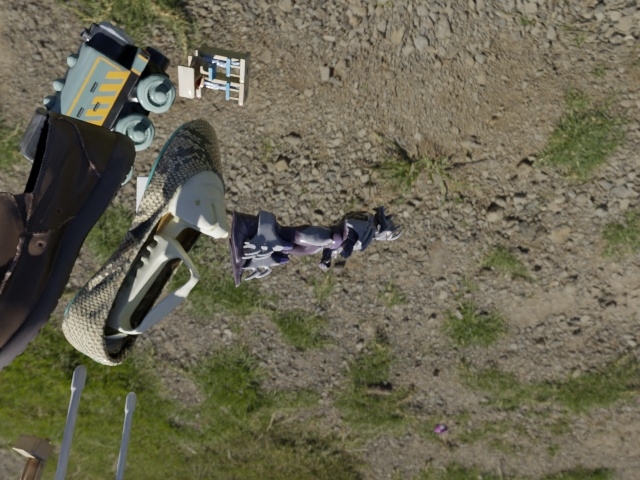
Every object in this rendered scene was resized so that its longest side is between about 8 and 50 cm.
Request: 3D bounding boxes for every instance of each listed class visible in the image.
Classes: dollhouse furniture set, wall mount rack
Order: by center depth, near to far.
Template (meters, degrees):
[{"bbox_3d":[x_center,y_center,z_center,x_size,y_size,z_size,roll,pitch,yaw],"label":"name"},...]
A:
[{"bbox_3d":[-0.406,0.380,0.716,0.130,0.304,0.350,33,157,17],"label":"wall mount rack"},{"bbox_3d":[-0.266,-0.401,1.165,0.129,0.184,0.129,11,130,0],"label":"dollhouse furniture set"}]

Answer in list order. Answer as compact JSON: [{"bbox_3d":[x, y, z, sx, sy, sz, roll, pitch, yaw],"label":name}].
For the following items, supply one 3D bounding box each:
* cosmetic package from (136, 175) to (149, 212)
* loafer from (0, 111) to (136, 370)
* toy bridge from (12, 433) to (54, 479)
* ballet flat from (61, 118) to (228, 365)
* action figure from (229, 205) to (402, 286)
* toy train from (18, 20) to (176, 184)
[{"bbox_3d":[-0.405,-0.104,1.313,0.183,0.151,0.152,3,93,14],"label":"cosmetic package"},{"bbox_3d":[-0.381,-0.006,0.577,0.133,0.366,0.130,-1,152,46],"label":"loafer"},{"bbox_3d":[-0.304,0.278,0.421,0.026,0.188,0.063,8,139,8],"label":"toy bridge"},{"bbox_3d":[-0.279,0.010,0.843,0.182,0.483,0.164,27,172,27],"label":"ballet flat"},{"bbox_3d":[0.000,0.000,0.732,0.284,0.099,0.185,-7,164,-15],"label":"action figure"},{"bbox_3d":[-0.431,-0.252,0.897,0.190,0.142,0.334,26,98,-50],"label":"toy train"}]
